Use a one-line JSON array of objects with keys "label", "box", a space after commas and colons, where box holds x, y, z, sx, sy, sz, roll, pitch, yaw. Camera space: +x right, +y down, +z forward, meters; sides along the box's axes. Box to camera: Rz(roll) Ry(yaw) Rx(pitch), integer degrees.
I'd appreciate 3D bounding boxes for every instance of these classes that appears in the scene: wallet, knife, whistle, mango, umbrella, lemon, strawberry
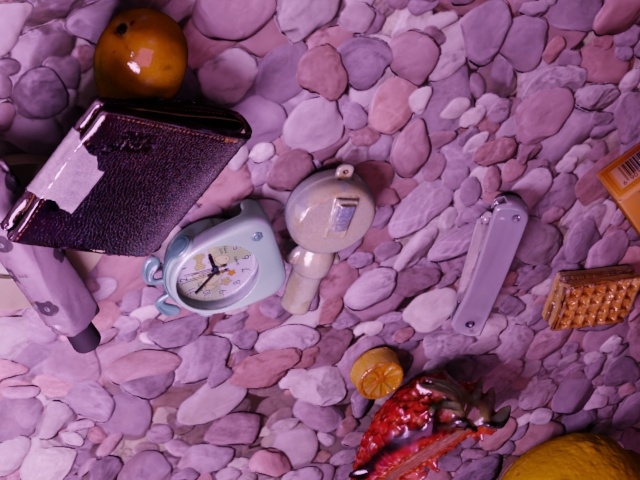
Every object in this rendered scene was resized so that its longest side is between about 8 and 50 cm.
[{"label": "wallet", "box": [-0.224, -0.074, 1.562, 0.221, 0.071, 0.262, -45, 154, 25]}, {"label": "knife", "box": [0.250, 0.040, 1.988, 0.073, 0.041, 0.266, 3, 129, -13]}, {"label": "whistle", "box": [0.000, 0.000, 1.815, 0.126, 0.067, 0.258, 2, 131, -25]}, {"label": "mango", "box": [-0.210, -0.195, 1.523, 0.111, 0.089, 0.163, -8, 139, -31]}, {"label": "umbrella", "box": [-0.352, 0.027, 1.631, 0.073, 0.067, 0.337, -44, 139, -19]}, {"label": "lemon", "box": [0.448, 0.465, 2.319, 0.319, 0.245, 0.245, -30, 137, -18]}, {"label": "strawberry", "box": [0.132, 0.309, 2.115, 0.233, 0.138, 0.306, -1, 151, -46]}]

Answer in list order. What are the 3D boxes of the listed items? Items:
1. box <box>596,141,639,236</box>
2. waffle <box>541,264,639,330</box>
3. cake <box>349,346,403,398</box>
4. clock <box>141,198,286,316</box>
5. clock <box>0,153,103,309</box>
[{"label": "box", "box": [0.572, -0.115, 1.973, 0.274, 0.076, 0.174, -37, 136, 10]}, {"label": "waffle", "box": [0.437, 0.092, 2.117, 0.148, 0.042, 0.102, -6, 130, -21]}, {"label": "cake", "box": [0.088, 0.207, 2.057, 0.084, 0.044, 0.084, -14, 133, -15]}, {"label": "clock", "box": [-0.146, 0.032, 1.778, 0.188, 0.060, 0.148, -20, 136, -7]}, {"label": "clock", "box": [-0.382, -0.009, 1.657, 0.235, 0.029, 0.235, -14, 133, -16]}]
